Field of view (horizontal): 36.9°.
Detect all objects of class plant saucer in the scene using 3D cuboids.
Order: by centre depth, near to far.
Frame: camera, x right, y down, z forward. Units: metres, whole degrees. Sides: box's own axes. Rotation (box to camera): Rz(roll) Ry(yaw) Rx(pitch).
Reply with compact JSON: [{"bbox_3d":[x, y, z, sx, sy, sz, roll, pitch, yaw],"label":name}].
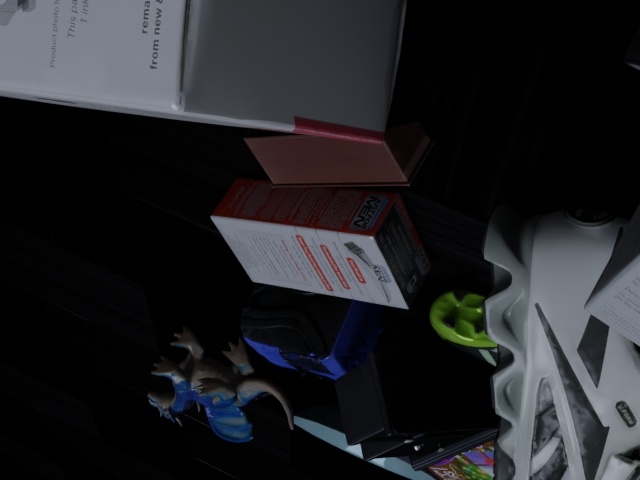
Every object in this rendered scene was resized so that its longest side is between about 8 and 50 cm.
[{"bbox_3d":[0.057,0.230,1.114,0.195,0.037,0.195,23,164,7],"label":"plant saucer"}]

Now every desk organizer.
[{"bbox_3d":[0.011,-0.072,0.698,0.130,0.047,0.050,2,138,40],"label":"desk organizer"}]

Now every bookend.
[{"bbox_3d":[0.070,0.159,0.867,0.157,0.072,0.156,6,151,-36],"label":"bookend"}]

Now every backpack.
[{"bbox_3d":[-0.010,0.083,0.908,0.120,0.098,0.101,8,148,33],"label":"backpack"}]

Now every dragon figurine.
[{"bbox_3d":[-0.110,0.189,1.176,0.289,0.085,0.144,8,144,35],"label":"dragon figurine"}]

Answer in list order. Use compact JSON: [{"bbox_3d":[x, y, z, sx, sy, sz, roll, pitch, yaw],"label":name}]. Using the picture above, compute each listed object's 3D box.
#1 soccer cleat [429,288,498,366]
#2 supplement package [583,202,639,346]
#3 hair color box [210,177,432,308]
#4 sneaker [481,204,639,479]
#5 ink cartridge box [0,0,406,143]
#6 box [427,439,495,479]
[{"bbox_3d":[0.176,0.091,0.805,0.179,0.060,0.072,25,166,14],"label":"soccer cleat"},{"bbox_3d":[0.244,-0.005,0.524,0.105,0.105,0.179,35,152,5],"label":"supplement package"},{"bbox_3d":[0.000,0.000,0.815,0.167,0.053,0.093,9,144,35],"label":"hair color box"},{"bbox_3d":[0.203,0.136,0.692,0.146,0.122,0.330,2,115,24],"label":"sneaker"},{"bbox_3d":[-0.122,-0.134,0.552,0.283,0.117,0.207,11,-173,30],"label":"ink cartridge box"},{"bbox_3d":[0.224,0.216,0.945,0.201,0.057,0.293,43,149,-21],"label":"box"}]
